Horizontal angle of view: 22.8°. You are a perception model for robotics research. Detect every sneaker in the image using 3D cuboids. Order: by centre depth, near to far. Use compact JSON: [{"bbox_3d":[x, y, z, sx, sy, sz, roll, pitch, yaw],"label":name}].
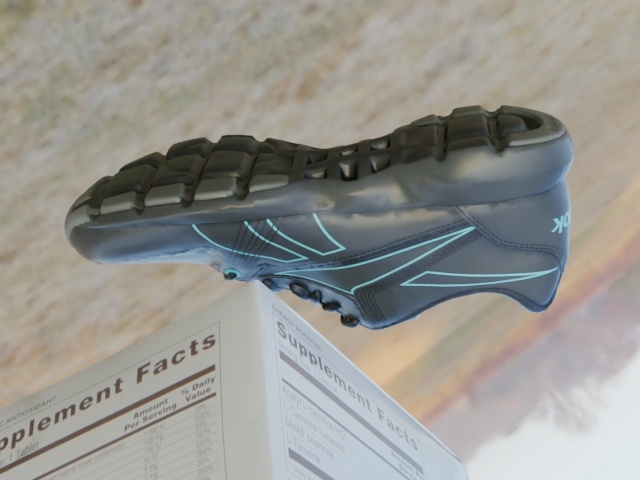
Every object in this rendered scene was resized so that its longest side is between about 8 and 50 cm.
[{"bbox_3d":[0.000,0.000,0.822,0.267,0.106,0.101,-5,-157,8],"label":"sneaker"}]

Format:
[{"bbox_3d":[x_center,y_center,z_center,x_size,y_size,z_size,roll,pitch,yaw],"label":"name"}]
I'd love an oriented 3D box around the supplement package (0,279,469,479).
[{"bbox_3d":[-0.027,0.160,0.457,0.139,0.134,0.244,-26,-136,22],"label":"supplement package"}]
